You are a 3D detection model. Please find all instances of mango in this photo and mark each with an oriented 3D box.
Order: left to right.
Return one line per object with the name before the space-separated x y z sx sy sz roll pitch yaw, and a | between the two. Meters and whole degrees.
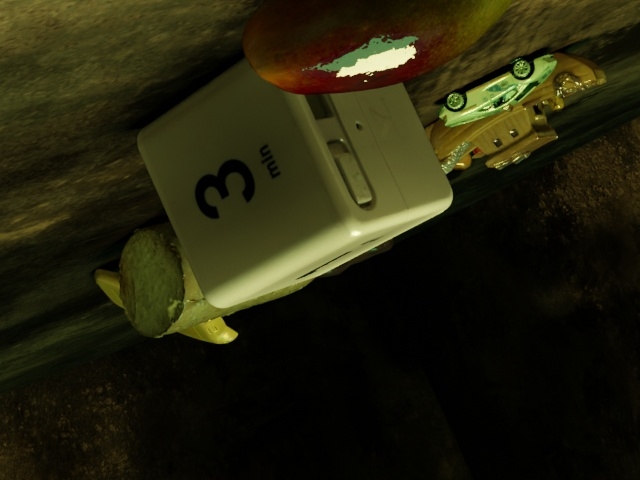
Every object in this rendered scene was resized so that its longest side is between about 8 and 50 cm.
mango | 0.064 -0.182 0.974 0.267 0.111 0.133 -27 165 -26

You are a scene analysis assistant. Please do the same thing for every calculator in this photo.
calculator | -0.250 0.103 1.989 0.157 0.236 0.033 65 45 -63

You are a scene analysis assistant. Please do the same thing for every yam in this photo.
yam | -0.143 0.032 1.854 0.168 0.168 0.304 -29 173 41

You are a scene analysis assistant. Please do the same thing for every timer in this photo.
timer | -0.023 -0.069 1.224 0.195 0.192 0.194 -29 173 37

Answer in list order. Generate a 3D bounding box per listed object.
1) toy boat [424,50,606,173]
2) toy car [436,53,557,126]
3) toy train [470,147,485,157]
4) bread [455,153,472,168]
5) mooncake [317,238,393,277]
toy boat | 0.294 -0.183 1.949 0.321 0.122 0.089 -28 168 38
toy car | 0.256 -0.211 1.833 0.186 0.058 0.093 -25 173 16
toy train | 0.328 -0.190 2.461 0.064 0.044 0.103 -9 168 -31
bread | 0.253 -0.157 2.379 0.062 0.049 0.103 3 -178 12
mooncake | 0.000 0.000 2.352 0.283 0.141 0.283 -21 175 -2
